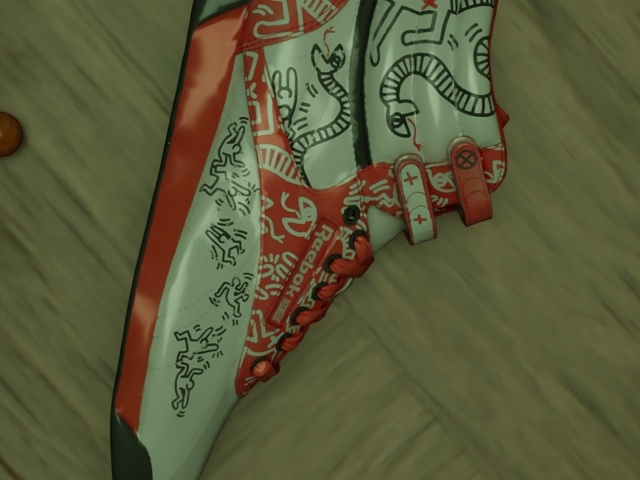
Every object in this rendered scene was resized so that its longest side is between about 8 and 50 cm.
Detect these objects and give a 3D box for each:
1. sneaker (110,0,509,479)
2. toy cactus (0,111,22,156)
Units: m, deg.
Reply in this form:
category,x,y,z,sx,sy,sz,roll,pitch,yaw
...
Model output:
category,x,y,z,sx,sy,sz,roll,pitch,yaw
sneaker,0.000,-0.001,0.754,0.145,0.090,0.270,12,89,1
toy cactus,-0.182,-0.001,0.713,0.112,0.180,0.219,19,97,-22
